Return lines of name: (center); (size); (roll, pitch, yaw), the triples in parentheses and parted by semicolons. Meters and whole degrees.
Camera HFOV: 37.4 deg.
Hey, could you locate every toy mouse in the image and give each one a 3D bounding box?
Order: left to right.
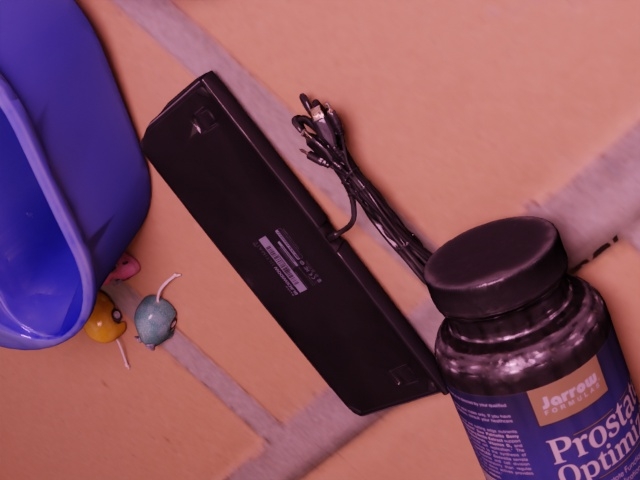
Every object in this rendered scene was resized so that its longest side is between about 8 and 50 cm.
toy mouse: (-0.187, 0.056, 0.897); (0.143, 0.031, 0.161); (-16, 111, 37)

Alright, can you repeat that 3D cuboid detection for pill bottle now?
pill bottle: (0.152, 0.100, 0.660); (0.122, 0.123, 0.219); (-10, 115, 35)

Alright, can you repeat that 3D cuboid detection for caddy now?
caddy: (-0.288, -0.062, 0.751); (0.241, 0.179, 0.341); (2, 129, 24)

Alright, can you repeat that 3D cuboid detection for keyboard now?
keyboard: (0.000, 0.000, 0.748); (0.317, 0.033, 0.201); (52, 138, -10)
